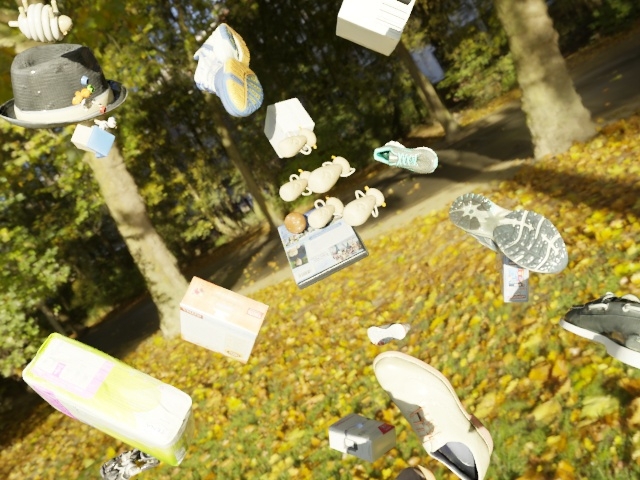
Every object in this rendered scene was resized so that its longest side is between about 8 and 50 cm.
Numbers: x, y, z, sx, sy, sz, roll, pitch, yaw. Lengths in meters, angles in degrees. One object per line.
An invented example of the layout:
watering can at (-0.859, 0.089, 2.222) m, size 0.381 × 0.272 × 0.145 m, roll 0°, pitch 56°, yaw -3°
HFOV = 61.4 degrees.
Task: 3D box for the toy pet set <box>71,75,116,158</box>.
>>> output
toy pet set at (-0.410, -0.219, 1.002) m, size 0.122 × 0.065 × 0.114 m, roll 109°, pitch 177°, yaw -76°

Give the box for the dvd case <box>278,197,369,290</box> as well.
dvd case at (0.000, 0.000, 1.324) m, size 0.181 × 0.022 × 0.253 m, roll -27°, pitch 37°, yaw 2°

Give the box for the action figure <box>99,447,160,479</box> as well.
action figure at (-0.448, 0.569, 1.339) m, size 0.141 × 0.164 × 0.275 m, roll 14°, pitch -60°, yaw -46°

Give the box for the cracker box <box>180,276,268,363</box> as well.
cracker box at (-0.202, 0.170, 1.106) m, size 0.232 × 0.156 × 0.067 m, roll 116°, pitch 176°, yaw -61°

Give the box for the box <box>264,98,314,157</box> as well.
box at (-0.083, -0.290, 1.395) m, size 0.087 × 0.102 × 0.101 m, roll -22°, pitch -24°, yaw -24°

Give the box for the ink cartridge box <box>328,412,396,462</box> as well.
ink cartridge box at (0.113, 0.532, 1.464) m, size 0.151 × 0.063 × 0.109 m, roll 2°, pitch 9°, yaw 43°

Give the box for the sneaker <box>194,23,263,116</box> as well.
sneaker at (-0.220, -0.365, 1.242) m, size 0.131 × 0.112 × 0.296 m, roll -33°, pitch 48°, yaw 21°

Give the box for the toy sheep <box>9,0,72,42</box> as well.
toy sheep at (-0.618, -0.482, 1.194) m, size 0.132 × 0.091 × 0.091 m, roll 1°, pitch 6°, yaw -6°

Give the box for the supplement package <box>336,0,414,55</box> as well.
supplement package at (0.141, -0.568, 1.251) m, size 0.194 × 0.149 × 0.203 m, roll -91°, pitch 22°, yaw -82°

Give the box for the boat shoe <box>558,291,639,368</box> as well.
boat shoe at (0.456, 0.126, 0.807) m, size 0.302 × 0.115 × 0.091 m, roll -94°, pitch 23°, yaw -87°

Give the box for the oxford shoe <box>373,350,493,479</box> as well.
oxford shoe at (0.284, 0.443, 1.362) m, size 0.140 × 0.397 × 0.146 m, roll -48°, pitch 0°, yaw 27°

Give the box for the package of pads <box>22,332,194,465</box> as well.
package of pads at (-0.381, 0.302, 1.011) m, size 0.229 × 0.297 × 0.101 m, roll 107°, pitch -172°, yaw -57°

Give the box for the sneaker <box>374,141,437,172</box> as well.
sneaker at (0.195, -0.190, 1.267) m, size 0.076 × 0.064 × 0.167 m, roll -16°, pitch 25°, yaw -41°

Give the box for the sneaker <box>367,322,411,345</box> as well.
sneaker at (0.212, 0.279, 1.638) m, size 0.065 × 0.061 × 0.158 m, roll -17°, pitch 0°, yaw -42°

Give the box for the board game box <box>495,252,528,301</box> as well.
board game box at (0.480, 0.060, 1.364) m, size 0.060 × 0.194 × 0.194 m, roll -1°, pitch -8°, yaw 9°

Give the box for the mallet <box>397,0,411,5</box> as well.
mallet at (0.156, -0.496, 0.897) m, size 0.039 × 0.062 × 0.189 m, roll -65°, pitch -5°, yaw -58°

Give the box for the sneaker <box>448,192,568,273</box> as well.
sneaker at (0.420, -0.012, 1.177) m, size 0.110 × 0.122 × 0.283 m, roll -53°, pitch 47°, yaw 4°

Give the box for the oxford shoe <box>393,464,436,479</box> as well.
oxford shoe at (0.084, 0.543, 0.904) m, size 0.363 × 0.133 × 0.130 m, roll -62°, pitch 21°, yaw -17°

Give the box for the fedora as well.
fedora at (-0.673, -0.416, 1.397) m, size 0.334 × 0.152 × 0.334 m, roll 0°, pitch 36°, yaw 0°

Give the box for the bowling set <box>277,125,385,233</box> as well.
bowling set at (-0.011, -0.119, 1.308) m, size 0.200 × 0.287 × 0.154 m, roll -42°, pitch -1°, yaw 40°
